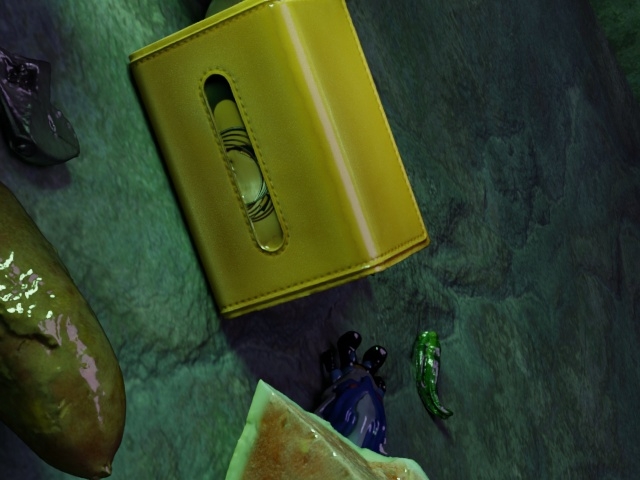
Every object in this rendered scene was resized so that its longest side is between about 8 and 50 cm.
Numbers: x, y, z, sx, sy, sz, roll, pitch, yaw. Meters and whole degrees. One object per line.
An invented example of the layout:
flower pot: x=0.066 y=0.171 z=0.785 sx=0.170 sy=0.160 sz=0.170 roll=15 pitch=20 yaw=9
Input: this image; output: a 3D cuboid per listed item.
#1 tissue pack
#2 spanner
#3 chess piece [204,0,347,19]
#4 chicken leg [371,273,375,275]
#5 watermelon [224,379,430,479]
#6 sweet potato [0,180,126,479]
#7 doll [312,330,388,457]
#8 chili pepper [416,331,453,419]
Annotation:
tissue pack: x=-0.044 y=-0.084 z=1.165 sx=0.145 sy=0.194 sz=0.275 roll=-23 pitch=93 yaw=-60
spanner: x=-0.292 y=-0.178 z=0.923 sx=0.325 sy=0.026 sz=0.093 roll=51 pitch=33 yaw=-33
chess piece: x=-0.043 y=-0.288 z=1.358 sx=0.167 sy=0.167 sz=0.300 roll=58 pitch=35 yaw=-26
chicken leg: x=0.000 y=0.000 z=1.360 sx=0.253 sy=0.051 sz=0.106 roll=41 pitch=33 yaw=-52
watermelon: x=0.025 y=0.254 z=1.038 sx=0.260 sy=0.256 sz=0.176 roll=-132 pitch=-141 yaw=-56
sweet potato: x=-0.240 y=-0.006 z=0.826 sx=0.385 sy=0.109 sz=0.109 roll=62 pitch=24 yaw=8
doll: x=0.035 y=0.182 z=1.288 sx=0.096 sy=0.070 sz=0.195 roll=28 pitch=38 yaw=-14
chili pepper: x=0.144 y=0.170 z=1.546 sx=0.055 sy=0.035 sz=0.118 roll=10 pitch=59 yaw=-43
